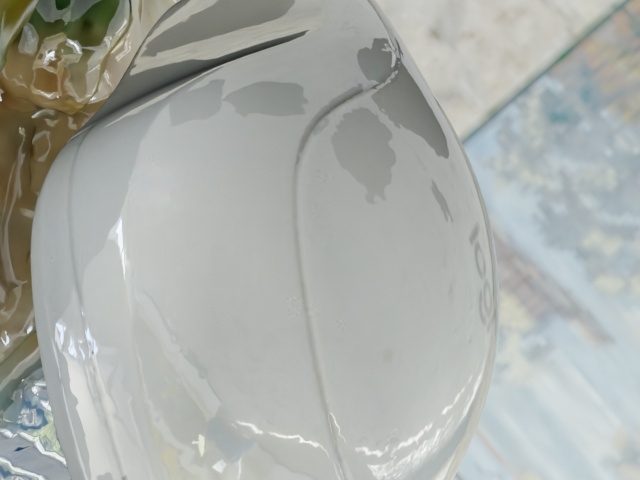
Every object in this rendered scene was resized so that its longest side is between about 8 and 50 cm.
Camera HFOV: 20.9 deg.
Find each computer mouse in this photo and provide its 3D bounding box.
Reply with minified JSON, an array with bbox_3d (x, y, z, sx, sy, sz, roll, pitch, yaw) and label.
[{"bbox_3d":[0.000,0.000,0.579,0.297,0.121,0.184,-53,-49,-70],"label":"computer mouse"}]

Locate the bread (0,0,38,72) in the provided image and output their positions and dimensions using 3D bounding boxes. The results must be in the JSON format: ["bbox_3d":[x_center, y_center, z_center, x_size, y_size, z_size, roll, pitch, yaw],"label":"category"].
[{"bbox_3d":[-0.250,-0.111,0.497,0.333,0.333,0.160,44,175,-30],"label":"bread"}]

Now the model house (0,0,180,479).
[{"bbox_3d":[-0.265,0.059,0.902,0.445,0.400,0.395,6,164,15],"label":"model house"}]
